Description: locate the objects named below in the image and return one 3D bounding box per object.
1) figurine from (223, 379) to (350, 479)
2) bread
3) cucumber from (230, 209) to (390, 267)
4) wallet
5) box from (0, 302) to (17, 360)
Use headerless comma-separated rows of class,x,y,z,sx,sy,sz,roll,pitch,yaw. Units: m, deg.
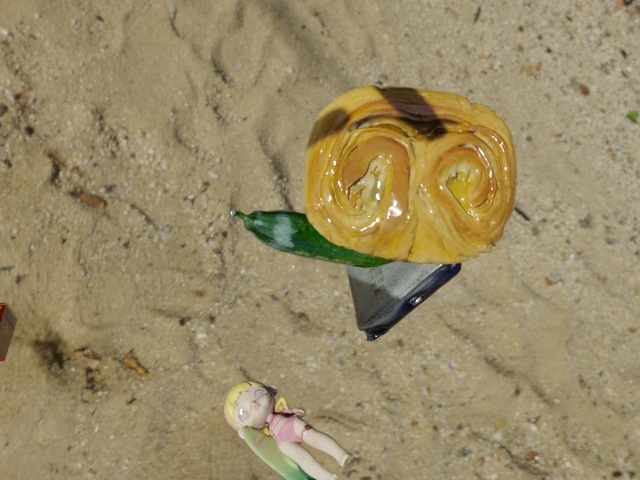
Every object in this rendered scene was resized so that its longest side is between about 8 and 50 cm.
figurine,-0.045,0.222,0.703,0.187,0.083,0.083,21,35,35
bread,0.098,-0.075,0.682,0.236,0.120,0.198,7,81,-2
cucumber,0.000,0.000,0.761,0.250,0.056,0.056,12,55,-28
wallet,0.108,0.033,0.881,0.036,0.167,0.222,40,18,-23
box,-0.526,0.150,0.991,0.023,0.052,0.082,-1,50,-4
